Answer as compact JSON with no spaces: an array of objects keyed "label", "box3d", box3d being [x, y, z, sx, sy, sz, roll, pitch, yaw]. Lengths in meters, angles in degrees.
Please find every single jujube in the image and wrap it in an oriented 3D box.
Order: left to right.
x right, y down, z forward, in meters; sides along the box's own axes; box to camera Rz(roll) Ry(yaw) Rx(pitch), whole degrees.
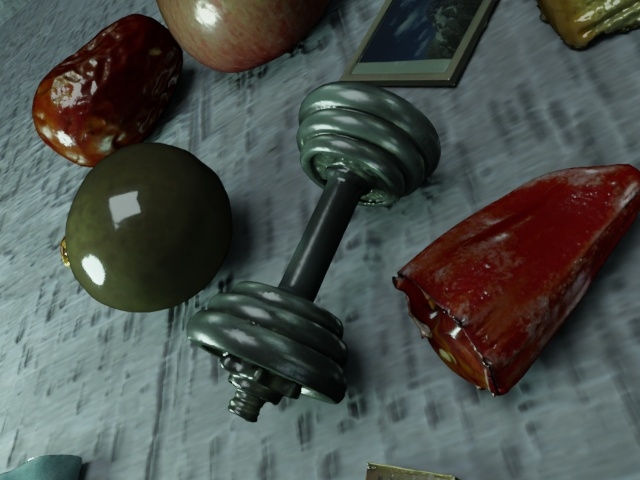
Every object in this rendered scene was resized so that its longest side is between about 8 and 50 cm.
[{"label":"jujube","box3d":[-0.406,-0.289,1.169,0.223,0.223,0.318,16,67,44]}]

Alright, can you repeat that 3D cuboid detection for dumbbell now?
[{"label":"dumbbell","box3d":[0.000,0.000,0.658,0.179,0.179,0.406,7,65,41]}]

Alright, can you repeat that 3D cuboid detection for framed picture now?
[{"label":"framed picture","box3d":[0.166,-0.340,0.892,0.209,0.019,0.281,13,68,43]}]

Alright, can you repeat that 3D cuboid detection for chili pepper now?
[{"label":"chili pepper","box3d":[0.192,0.013,0.566,0.253,0.136,0.144,-42,-2,-9]}]

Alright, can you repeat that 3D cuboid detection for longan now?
[{"label":"longan","box3d":[-0.238,-0.021,0.830,0.248,0.248,0.248,-20,49,25]}]

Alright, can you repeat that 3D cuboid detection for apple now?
[{"label":"apple","box3d":[-0.145,-0.465,1.043,0.345,0.269,0.344,-19,51,25]}]

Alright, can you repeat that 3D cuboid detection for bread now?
[{"label":"bread","box3d":[0.328,-0.326,0.735,0.140,0.169,0.160,-21,9,24]}]

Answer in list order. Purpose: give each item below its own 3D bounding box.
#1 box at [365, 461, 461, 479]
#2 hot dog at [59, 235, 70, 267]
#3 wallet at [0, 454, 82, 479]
[{"label":"box","box3d":[0.071,0.266,0.520,0.090,0.023,0.133,-8,56,35]},{"label":"hot dog","box3d":[-0.462,0.008,1.113,0.030,0.034,0.090,-28,47,20]},{"label":"wallet","box3d":[-0.433,0.429,0.770,0.290,0.054,0.251,-27,46,22]}]
